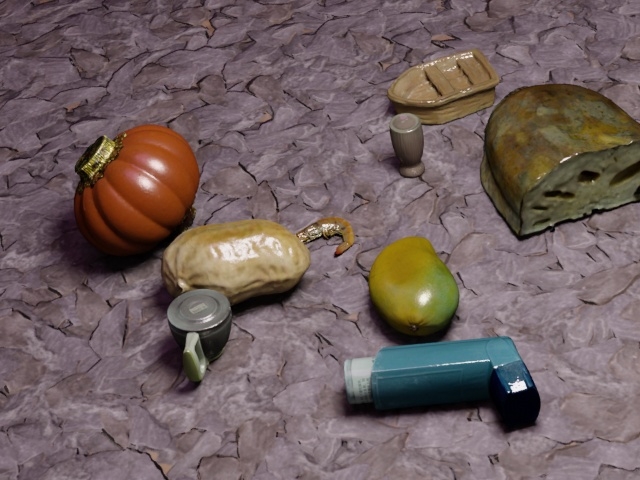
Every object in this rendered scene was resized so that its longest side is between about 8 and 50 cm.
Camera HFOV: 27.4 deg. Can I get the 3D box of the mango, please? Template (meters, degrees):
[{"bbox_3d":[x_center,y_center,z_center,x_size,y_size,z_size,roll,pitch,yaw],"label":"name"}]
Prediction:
[{"bbox_3d":[0.131,0.068,1.905,0.122,0.085,0.191,-26,33,-2],"label":"mango"}]

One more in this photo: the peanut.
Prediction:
[{"bbox_3d":[-0.127,0.034,1.960,0.224,0.129,0.129,-13,41,-3],"label":"peanut"}]

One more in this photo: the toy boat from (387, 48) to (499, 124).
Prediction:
[{"bbox_3d":[0.206,-0.256,2.262,0.188,0.061,0.116,-18,43,-8],"label":"toy boat"}]

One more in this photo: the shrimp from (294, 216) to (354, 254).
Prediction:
[{"bbox_3d":[0.000,0.000,2.049,0.114,0.023,0.083,-19,45,-15],"label":"shrimp"}]

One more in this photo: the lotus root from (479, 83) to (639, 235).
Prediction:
[{"bbox_3d":[0.379,-0.165,2.064,0.267,0.149,0.260,-16,42,-10],"label":"lotus root"}]

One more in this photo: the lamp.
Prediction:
[{"bbox_3d":[-0.288,-0.079,2.068,0.223,0.196,0.223,-41,24,24],"label":"lamp"}]

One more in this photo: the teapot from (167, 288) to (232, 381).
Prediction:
[{"bbox_3d":[-0.179,0.138,1.882,0.092,0.091,0.124,19,44,30],"label":"teapot"}]

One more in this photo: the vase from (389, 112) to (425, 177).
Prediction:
[{"bbox_3d":[0.143,-0.152,2.128,0.053,0.100,0.053,-7,42,6],"label":"vase"}]

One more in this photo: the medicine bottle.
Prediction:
[{"bbox_3d":[0.161,0.189,1.761,0.258,0.079,0.124,-4,42,8],"label":"medicine bottle"}]
